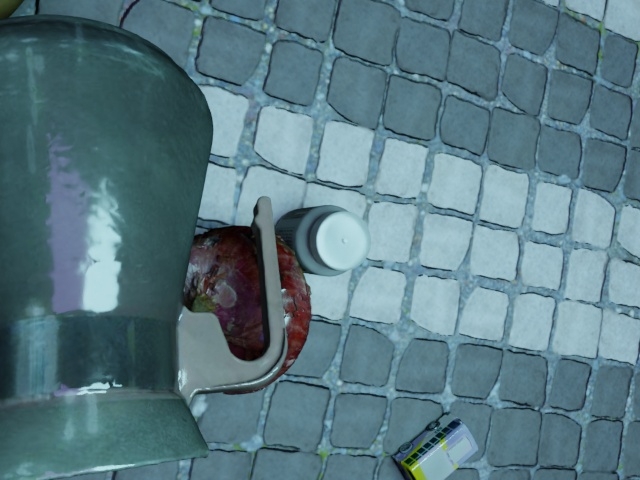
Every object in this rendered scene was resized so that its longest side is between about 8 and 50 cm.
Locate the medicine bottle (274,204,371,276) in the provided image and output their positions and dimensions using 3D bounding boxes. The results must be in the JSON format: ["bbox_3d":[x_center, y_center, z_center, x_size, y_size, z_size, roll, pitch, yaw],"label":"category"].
[{"bbox_3d":[0.000,0.000,0.678,0.079,0.140,0.079,0,90,-20],"label":"medicine bottle"}]

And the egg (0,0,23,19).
[{"bbox_3d":[-0.360,-0.326,0.460,0.301,0.301,0.373,-1,84,-20],"label":"egg"}]

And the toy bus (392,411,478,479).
[{"bbox_3d":[0.152,0.274,0.780,0.102,0.058,0.052,-33,101,-17],"label":"toy bus"}]

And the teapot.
[{"bbox_3d":[-0.185,0.018,0.513,0.300,0.253,0.343,-3,73,-16],"label":"teapot"}]

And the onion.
[{"bbox_3d":[-0.081,0.076,0.651,0.147,0.184,0.184,28,79,-56],"label":"onion"}]
